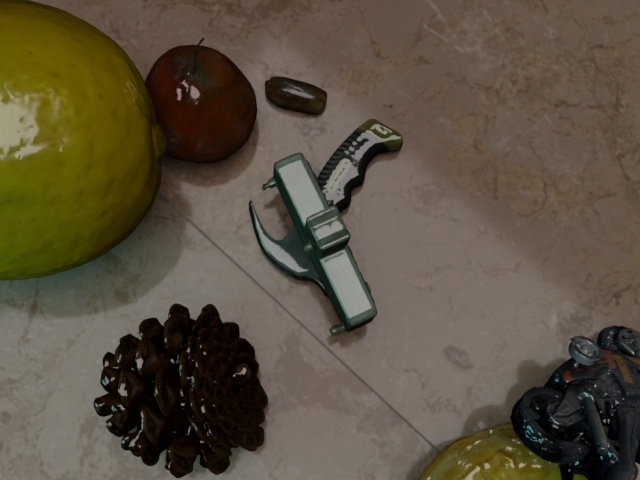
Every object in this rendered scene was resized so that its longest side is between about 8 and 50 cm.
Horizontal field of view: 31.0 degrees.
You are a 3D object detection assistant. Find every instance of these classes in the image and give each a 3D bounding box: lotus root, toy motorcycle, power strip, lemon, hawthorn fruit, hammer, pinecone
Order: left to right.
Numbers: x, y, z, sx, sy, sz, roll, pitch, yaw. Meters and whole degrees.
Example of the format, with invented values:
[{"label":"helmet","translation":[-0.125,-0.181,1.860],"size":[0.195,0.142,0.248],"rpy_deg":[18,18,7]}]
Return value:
[{"label":"lemon","translation":[-0.346,-0.113,1.310],"size":[0.348,0.348,0.348],"rpy_deg":[0,79,-2]},{"label":"pinecone","translation":[-0.164,0.177,1.333],"size":[0.207,0.208,0.208],"rpy_deg":[0,79,-2]},{"label":"hawthorn fruit","translation":[-0.163,-0.176,1.410],"size":[0.149,0.189,0.149],"rpy_deg":[-11,63,23]},{"label":"lotus root","translation":[-0.033,-0.186,1.484],"size":[0.083,0.030,0.037],"rpy_deg":[16,80,2]},{"label":"power strip","translation":[0.000,0.000,1.348],"size":[0.061,0.145,0.216],"rpy_deg":[-25,81,-8]},{"label":"hammer","translation":[0.015,-0.056,1.454],"size":[0.159,0.041,0.226],"rpy_deg":[34,80,3]},{"label":"toy motorcycle","translation":[0.340,0.193,1.316],"size":[0.173,0.108,0.307],"rpy_deg":[41,39,19]}]

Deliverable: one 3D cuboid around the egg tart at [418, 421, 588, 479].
[{"label":"egg tart","translation":[0.234,0.368,1.331],"size":[0.315,0.120,0.315],"rpy_deg":[0,71,-1]}]
